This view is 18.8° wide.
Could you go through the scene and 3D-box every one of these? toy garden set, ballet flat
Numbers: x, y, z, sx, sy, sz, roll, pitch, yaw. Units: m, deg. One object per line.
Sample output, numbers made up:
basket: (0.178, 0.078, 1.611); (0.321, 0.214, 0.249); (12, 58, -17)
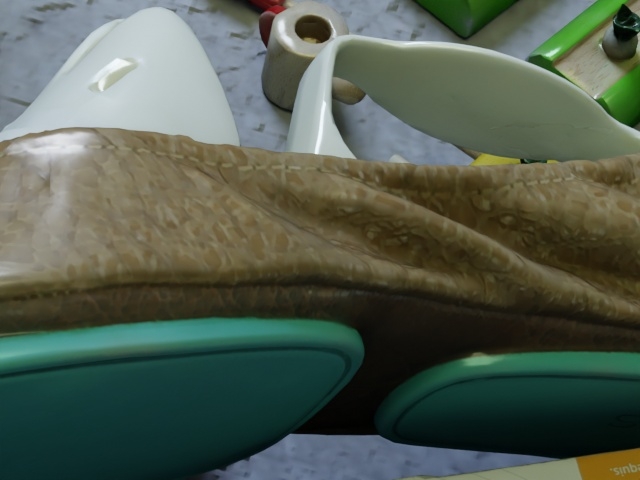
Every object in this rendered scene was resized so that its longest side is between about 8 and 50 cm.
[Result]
toy garden set: (0.070, -0.083, 0.696); (0.244, 0.049, 0.204); (40, 57, 18)
ballet flat: (0.000, 0.000, 0.515); (0.342, 0.116, 0.124); (-1, 63, -29)

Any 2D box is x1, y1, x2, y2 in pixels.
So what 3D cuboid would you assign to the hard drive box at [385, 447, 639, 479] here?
hard drive box: (0.083, 0.175, 0.491); (0.181, 0.089, 0.232); (-7, 57, -15)
